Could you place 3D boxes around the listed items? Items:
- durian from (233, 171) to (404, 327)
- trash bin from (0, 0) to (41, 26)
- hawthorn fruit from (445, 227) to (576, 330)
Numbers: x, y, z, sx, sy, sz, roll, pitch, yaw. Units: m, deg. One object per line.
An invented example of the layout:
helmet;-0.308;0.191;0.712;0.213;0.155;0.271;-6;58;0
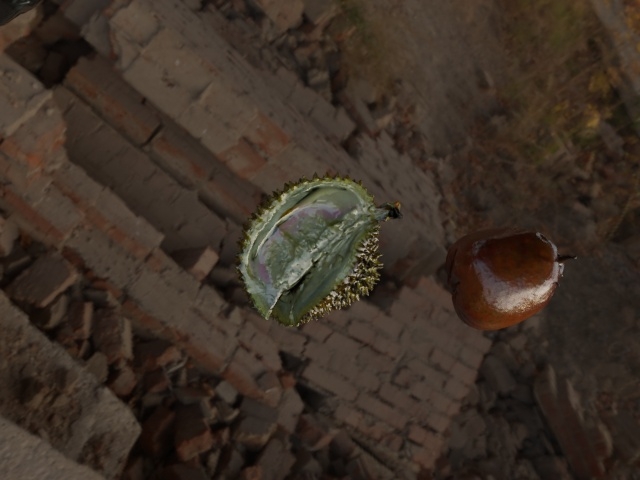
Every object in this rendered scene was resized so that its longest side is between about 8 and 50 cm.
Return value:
durian;0.000;0.000;0.999;0.138;0.237;0.193;-77;143;-77
trash bin;-0.260;-0.184;0.324;0.277;0.263;0.217;53;50;-21
hawthorn fruit;0.146;0.027;0.563;0.081;0.093;0.081;-9;90;-87
